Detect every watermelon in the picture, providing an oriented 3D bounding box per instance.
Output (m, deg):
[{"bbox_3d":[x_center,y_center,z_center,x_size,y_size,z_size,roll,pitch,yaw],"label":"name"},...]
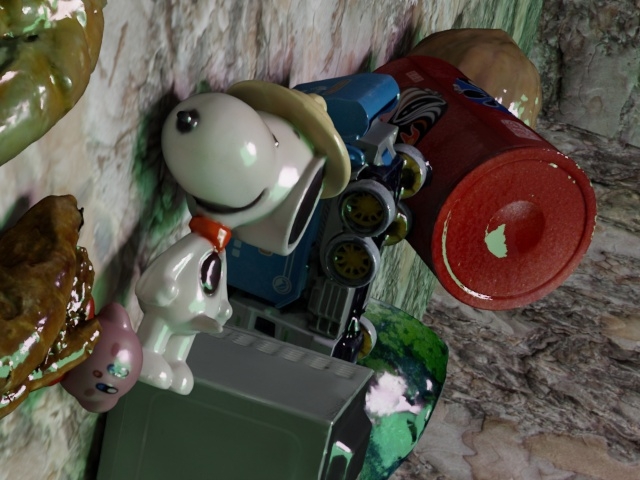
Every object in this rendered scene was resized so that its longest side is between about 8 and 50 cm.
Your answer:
[{"bbox_3d":[-0.028,0.216,1.561,0.222,0.319,0.292,55,39,-32],"label":"watermelon"}]

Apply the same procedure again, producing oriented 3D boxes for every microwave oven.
[{"bbox_3d":[-0.090,0.248,1.115,0.181,0.237,0.295,-35,138,-71],"label":"microwave oven"}]

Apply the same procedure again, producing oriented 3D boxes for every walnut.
[{"bbox_3d":[0.205,-0.189,1.707,0.273,0.227,0.273,23,90,-80],"label":"walnut"}]

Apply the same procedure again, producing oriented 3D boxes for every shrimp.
[{"bbox_3d":[-0.186,-0.084,0.584,0.267,0.061,0.145,-58,154,-34],"label":"shrimp"}]

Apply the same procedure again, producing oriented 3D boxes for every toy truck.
[{"bbox_3d":[0.000,0.000,1.242,0.146,0.175,0.367,-43,151,-61],"label":"toy truck"}]

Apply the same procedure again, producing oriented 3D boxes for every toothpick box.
[{"bbox_3d":[0.166,-0.081,1.408,0.333,0.204,0.204,-122,-138,-58],"label":"toothpick box"}]

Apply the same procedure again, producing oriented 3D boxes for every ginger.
[{"bbox_3d":[-0.188,0.053,0.750,0.103,0.073,0.162,95,18,-52],"label":"ginger"}]

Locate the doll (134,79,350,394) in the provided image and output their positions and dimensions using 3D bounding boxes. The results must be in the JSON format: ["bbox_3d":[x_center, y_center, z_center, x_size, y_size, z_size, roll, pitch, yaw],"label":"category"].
[{"bbox_3d":[-0.088,-0.007,0.999,0.208,0.144,0.271,1,107,-55],"label":"doll"}]

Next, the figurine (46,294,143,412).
[{"bbox_3d":[-0.170,0.087,0.887,0.083,0.071,0.067,-62,-160,-7],"label":"figurine"}]
